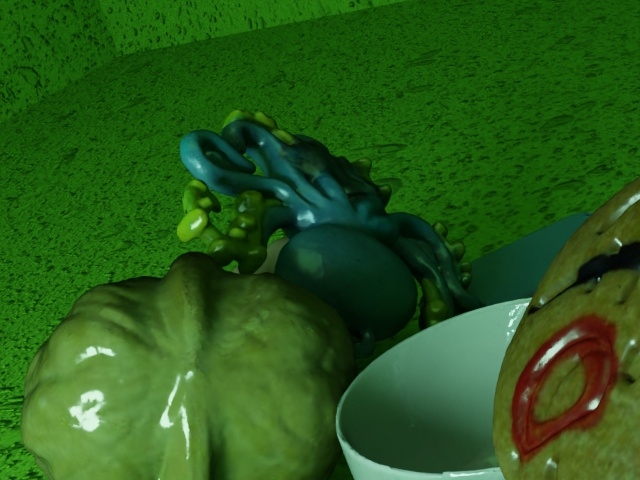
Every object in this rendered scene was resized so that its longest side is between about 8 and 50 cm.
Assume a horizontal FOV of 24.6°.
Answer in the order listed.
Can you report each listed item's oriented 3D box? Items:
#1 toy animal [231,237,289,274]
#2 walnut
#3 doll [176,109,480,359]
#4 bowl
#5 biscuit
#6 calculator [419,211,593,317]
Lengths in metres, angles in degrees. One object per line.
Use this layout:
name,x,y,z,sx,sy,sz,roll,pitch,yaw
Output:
toy animal,-0.043,0.088,1.585,0.171,0.171,0.197,-1,28,40
walnut,-0.114,0.143,1.293,0.277,0.282,0.253,105,-171,-71
doll,0.000,0.000,1.508,0.346,0.099,0.341,20,31,-23
bowl,0.166,0.168,1.178,0.287,0.144,0.287,-16,18,5
biscuit,0.218,0.094,0.859,0.314,0.063,0.367,-59,26,-3
calculator,0.246,0.038,1.620,0.293,0.051,0.173,-24,19,-20
